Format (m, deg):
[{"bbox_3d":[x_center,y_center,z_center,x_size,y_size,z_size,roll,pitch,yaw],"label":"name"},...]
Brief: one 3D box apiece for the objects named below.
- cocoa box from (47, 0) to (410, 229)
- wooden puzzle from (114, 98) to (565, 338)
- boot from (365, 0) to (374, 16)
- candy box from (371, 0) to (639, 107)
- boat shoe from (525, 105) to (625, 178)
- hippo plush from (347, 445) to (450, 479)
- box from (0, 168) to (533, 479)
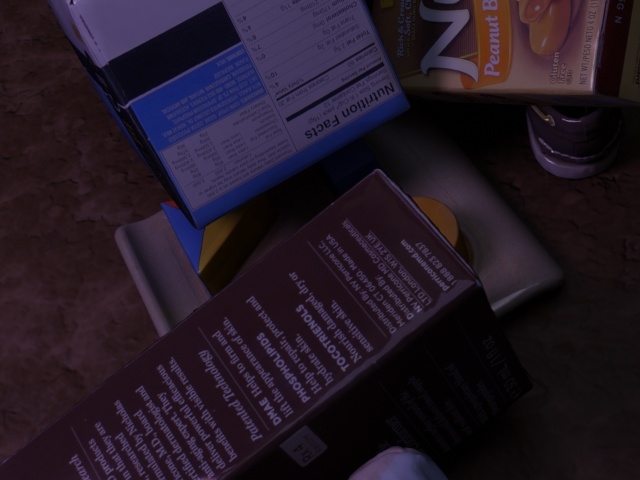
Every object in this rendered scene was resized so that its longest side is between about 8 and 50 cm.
[{"bbox_3d":[-0.109,-0.197,1.071,0.231,0.228,0.347,-31,24,-8],"label":"cocoa box"},{"bbox_3d":[0.000,0.000,1.047,0.348,0.080,0.322,-28,49,-6],"label":"wooden puzzle"},{"bbox_3d":[0.101,-0.331,1.287,0.263,0.091,0.229,-20,48,-13],"label":"boot"},{"bbox_3d":[0.170,-0.217,0.998,0.316,0.088,0.182,13,95,56],"label":"candy box"},{"bbox_3d":[0.222,-0.221,1.099,0.117,0.096,0.324,-11,64,6],"label":"boat shoe"},{"bbox_3d":[0.150,0.238,0.702,0.237,0.234,0.294,-14,34,-5],"label":"hippo plush"},{"bbox_3d":[-0.043,0.144,0.827,0.381,0.191,0.143,-37,54,0],"label":"box"}]
